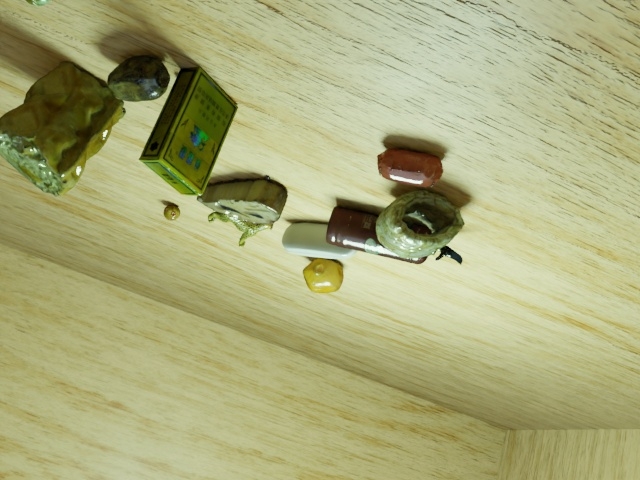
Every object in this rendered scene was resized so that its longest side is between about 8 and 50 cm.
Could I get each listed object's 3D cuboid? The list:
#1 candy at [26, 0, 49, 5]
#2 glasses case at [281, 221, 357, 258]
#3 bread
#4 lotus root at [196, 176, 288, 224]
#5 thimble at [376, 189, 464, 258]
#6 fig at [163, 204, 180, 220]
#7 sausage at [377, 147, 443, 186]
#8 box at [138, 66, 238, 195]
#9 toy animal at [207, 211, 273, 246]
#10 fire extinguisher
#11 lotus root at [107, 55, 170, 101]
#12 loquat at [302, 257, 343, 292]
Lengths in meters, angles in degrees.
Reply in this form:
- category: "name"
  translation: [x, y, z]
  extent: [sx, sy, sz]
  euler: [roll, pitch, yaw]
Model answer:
- category: "candy"
  translation: [-0.571, -0.472, 1.328]
  extent: [0.203, 0.061, 0.061]
  euler: [20, 161, 17]
- category: "glasses case"
  translation: [0.000, 0.000, 2.021]
  extent: [0.234, 0.092, 0.059]
  euler: [5, 155, 27]
- category: "bread"
  translation: [-0.579, -0.250, 1.630]
  extent: [0.196, 0.252, 0.238]
  euler: [5, 152, 41]
- category: "lotus root"
  translation: [-0.189, -0.100, 1.945]
  extent: [0.170, 0.074, 0.261]
  euler: [30, 157, -38]
- category: "thimble"
  translation: [0.232, -0.033, 1.684]
  extent: [0.191, 0.137, 0.143]
  euler: [9, 162, -11]
- category: "fig"
  translation: [-0.460, -0.086, 2.238]
  extent: [0.050, 0.050, 0.083]
  euler: [28, 171, -27]
- category: "sausage"
  translation: [0.183, -0.150, 1.511]
  extent: [0.141, 0.076, 0.076]
  euler: [13, 160, 10]
- category: "box"
  translation: [-0.262, -0.217, 1.475]
  extent: [0.064, 0.219, 0.141]
  euler: [4, 156, 33]
- category: "toy animal"
  translation: [-0.239, -0.067, 2.095]
  extent: [0.181, 0.073, 0.136]
  euler: [38, 146, -18]
- category: "fire extinguisher"
  translation: [0.187, 0.002, 1.827]
  extent: [0.344, 0.102, 0.138]
  euler: [14, -162, 12]
- category: "lotus root"
  translation: [-0.367, -0.327, 1.481]
  extent: [0.179, 0.080, 0.089]
  euler: [4, 135, 42]
- category: "loquat"
  translation: [0.011, 0.112, 2.293]
  extent: [0.137, 0.112, 0.137]
  euler: [-8, 164, -2]
